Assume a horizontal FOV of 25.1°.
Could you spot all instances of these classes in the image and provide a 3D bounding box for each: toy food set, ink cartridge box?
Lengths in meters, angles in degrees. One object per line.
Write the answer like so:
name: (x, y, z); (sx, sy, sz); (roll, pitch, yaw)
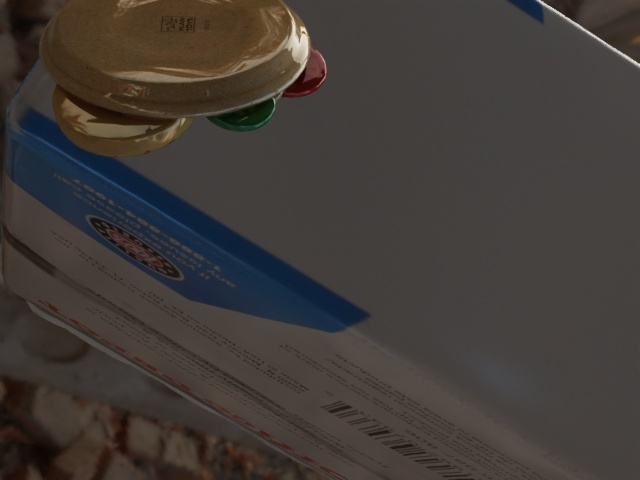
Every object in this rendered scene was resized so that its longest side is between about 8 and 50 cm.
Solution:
toy food set: (-0.042, -0.056, 0.427); (0.083, 0.083, 0.020); (-117, -157, -49)
ink cartridge box: (0.000, 0.000, 0.725); (0.285, 0.395, 0.166); (32, 75, -6)
